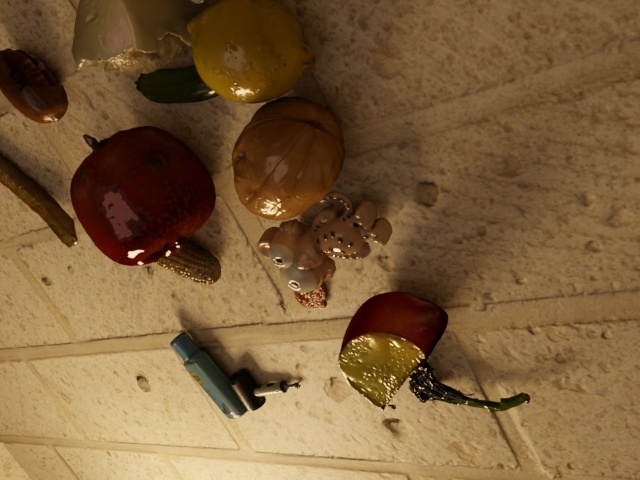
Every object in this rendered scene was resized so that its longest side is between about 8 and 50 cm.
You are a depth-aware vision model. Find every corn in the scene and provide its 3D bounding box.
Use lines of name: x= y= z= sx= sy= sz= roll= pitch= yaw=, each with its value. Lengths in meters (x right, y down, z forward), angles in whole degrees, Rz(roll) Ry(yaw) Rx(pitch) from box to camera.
corn: x=-0.363 y=0.010 z=1.668 sx=0.319 sy=0.097 sz=0.097 roll=25 pitch=135 yaw=15

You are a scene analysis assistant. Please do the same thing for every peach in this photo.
peach: x=0.131 y=0.174 z=1.388 sx=0.154 sy=0.159 sz=0.267 roll=26 pitch=138 yaw=2

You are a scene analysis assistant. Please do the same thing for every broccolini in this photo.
broccolini: x=0.276 y=0.276 z=1.437 sx=0.271 sy=0.062 sz=0.123 roll=-4 pitch=136 yaw=44

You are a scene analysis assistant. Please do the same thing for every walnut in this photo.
walnut: x=-0.056 y=-0.136 z=1.255 sx=0.193 sy=0.193 sz=0.226 roll=40 pitch=135 yaw=2
walnut: x=-0.620 y=-0.333 z=1.575 sx=0.207 sy=0.116 sz=0.116 roll=45 pitch=138 yaw=8

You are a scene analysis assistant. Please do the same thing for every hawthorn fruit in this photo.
hawthorn fruit: x=-0.358 y=-0.095 z=1.458 sx=0.275 sy=0.275 sz=0.300 roll=-18 pitch=120 yaw=43

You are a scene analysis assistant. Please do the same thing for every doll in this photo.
doll: x=0.002 y=0.001 z=1.379 sx=0.154 sy=0.119 sz=0.278 roll=41 pitch=137 yaw=-16

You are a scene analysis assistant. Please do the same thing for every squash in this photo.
squash: x=-0.251 y=-0.287 z=1.365 sx=0.258 sy=0.069 sz=0.069 roll=1 pitch=124 yaw=35

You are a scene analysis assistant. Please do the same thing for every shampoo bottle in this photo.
shampoo bottle: x=-0.287 y=0.345 z=1.901 sx=0.258 sy=0.061 sz=0.104 roll=52 pitch=150 yaw=-10

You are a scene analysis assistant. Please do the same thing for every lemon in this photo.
lemon: x=-0.109 y=-0.303 z=1.175 sx=0.206 sy=0.173 sz=0.174 roll=9 pitch=129 yaw=11

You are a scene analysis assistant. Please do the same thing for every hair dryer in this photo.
hair dryer: x=-0.128 y=0.358 z=1.816 sx=0.197 sy=0.057 sz=0.100 roll=-15 pitch=114 yaw=33

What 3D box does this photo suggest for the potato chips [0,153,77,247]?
potato chips: x=-0.742 y=-0.126 z=1.849 sx=0.407 sy=0.080 sz=0.057 roll=40 pitch=121 yaw=5

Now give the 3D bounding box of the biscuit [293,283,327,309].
biscuit: x=-0.017 y=0.112 z=1.553 sx=0.078 sy=0.015 sz=0.091 roll=41 pitch=138 yaw=-1

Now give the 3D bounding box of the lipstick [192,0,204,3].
lipstick: x=-0.154 y=-0.408 z=1.150 sx=0.038 sy=0.131 sz=0.038 roll=20 pitch=133 yaw=23

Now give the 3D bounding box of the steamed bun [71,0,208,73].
steamed bun: x=-0.291 y=-0.352 z=1.225 sx=0.170 sy=0.225 sz=0.200 roll=34 pitch=135 yaw=9
